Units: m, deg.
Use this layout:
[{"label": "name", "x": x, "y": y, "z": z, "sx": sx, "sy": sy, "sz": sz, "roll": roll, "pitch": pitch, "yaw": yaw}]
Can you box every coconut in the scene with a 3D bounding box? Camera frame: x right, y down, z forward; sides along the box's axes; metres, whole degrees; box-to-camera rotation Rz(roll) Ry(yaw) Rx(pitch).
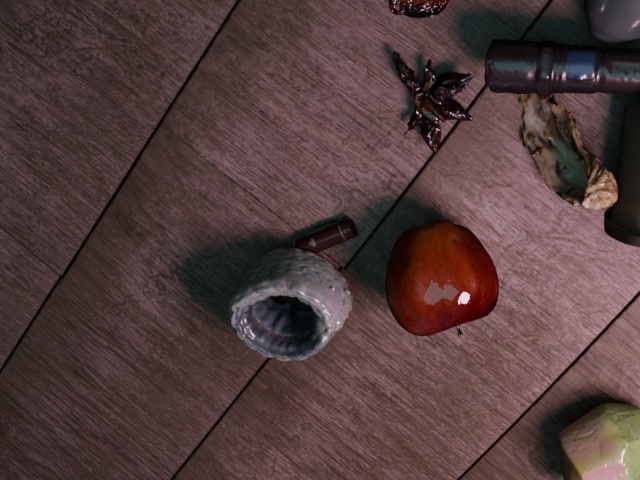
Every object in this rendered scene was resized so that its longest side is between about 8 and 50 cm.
[{"label": "coconut", "x": 0.578, "y": 0.439, "z": 1.711, "sx": 0.236, "sy": 0.236, "sz": 0.204, "roll": -47, "pitch": 54, "yaw": 20}]

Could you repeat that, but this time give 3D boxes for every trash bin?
[{"label": "trash bin", "x": 0.638, "y": -0.120, "z": 1.539, "sx": 0.220, "sy": 0.219, "sz": 0.250, "roll": -1, "pitch": 97, "yaw": -8}]

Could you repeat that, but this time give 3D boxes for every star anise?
[{"label": "star anise", "x": 0.231, "y": -0.280, "z": 1.697, "sx": 0.157, "sy": 0.053, "sz": 0.212, "roll": -7, "pitch": 100, "yaw": 17}]

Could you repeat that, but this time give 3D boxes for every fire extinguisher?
[{"label": "fire extinguisher", "x": 0.000, "y": 0.000, "z": 1.835, "sx": 0.158, "sy": 0.043, "sz": 0.064, "roll": -23, "pitch": 82, "yaw": 18}]

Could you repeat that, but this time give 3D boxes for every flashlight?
[{"label": "flashlight", "x": 0.509, "y": -0.307, "z": 1.543, "sx": 0.424, "sy": 0.103, "sz": 0.103, "roll": 5, "pitch": 105, "yaw": 16}]

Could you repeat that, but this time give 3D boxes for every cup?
[{"label": "cup", "x": 0.543, "y": -0.428, "z": 1.527, "sx": 0.199, "sy": 0.199, "sz": 0.150, "roll": 24, "pitch": 132, "yaw": 8}]

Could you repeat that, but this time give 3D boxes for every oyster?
[{"label": "oyster", "x": 0.463, "y": -0.181, "z": 1.611, "sx": 0.094, "sy": 0.166, "sz": 0.294, "roll": -17, "pitch": 77, "yaw": -10}]

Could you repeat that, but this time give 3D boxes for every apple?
[{"label": "apple", "x": 0.242, "y": 0.078, "z": 1.701, "sx": 0.234, "sy": 0.234, "sz": 0.233, "roll": 4, "pitch": 105, "yaw": 14}]

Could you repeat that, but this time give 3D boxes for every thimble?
[{"label": "thimble", "x": -0.061, "y": 0.135, "z": 1.799, "sx": 0.250, "sy": 0.172, "sz": 0.204, "roll": 6, "pitch": 121, "yaw": 14}]

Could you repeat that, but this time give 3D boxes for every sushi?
[{"label": "sushi", "x": 0.184, "y": -0.499, "z": 1.609, "sx": 0.172, "sy": 0.153, "sz": 0.150, "roll": -15, "pitch": 119, "yaw": -4}]
